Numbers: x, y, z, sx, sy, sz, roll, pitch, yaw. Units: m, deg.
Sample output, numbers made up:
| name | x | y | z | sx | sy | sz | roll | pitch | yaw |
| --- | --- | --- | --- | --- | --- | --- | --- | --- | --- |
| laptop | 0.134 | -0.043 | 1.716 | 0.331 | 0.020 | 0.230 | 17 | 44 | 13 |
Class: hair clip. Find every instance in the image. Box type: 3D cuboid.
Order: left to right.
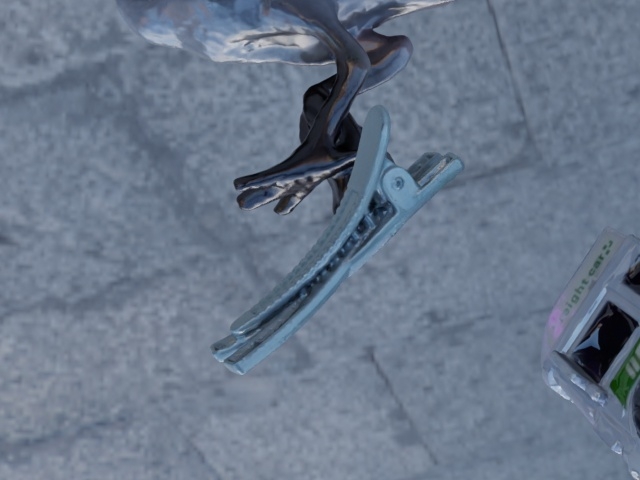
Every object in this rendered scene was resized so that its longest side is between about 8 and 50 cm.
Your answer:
| name | x | y | z | sx | sy | sz | roll | pitch | yaw |
| --- | --- | --- | --- | --- | --- | --- | --- | --- | --- |
| hair clip | 0.000 | 0.000 | 0.516 | 0.039 | 0.030 | 0.115 | 44 | 81 | -15 |

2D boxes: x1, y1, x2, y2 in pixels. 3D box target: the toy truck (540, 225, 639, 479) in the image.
| name | x | y | z | sx | sy | sz | roll | pitch | yaw |
| --- | --- | --- | --- | --- | --- | --- | --- | --- | --- |
| toy truck | 0.168 | -0.011 | 0.492 | 0.110 | 0.116 | 0.216 | 26 | 100 | -36 |

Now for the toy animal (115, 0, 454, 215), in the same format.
| name | x | y | z | sx | sy | sz | roll | pitch | yaw |
| --- | --- | --- | --- | --- | --- | --- | --- | --- | --- |
| toy animal | -0.053 | -0.149 | 0.892 | 0.195 | 0.324 | 0.090 | -43 | 153 | -16 |
